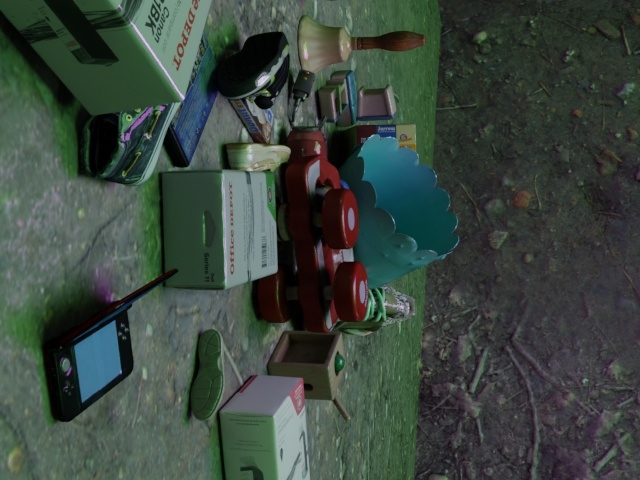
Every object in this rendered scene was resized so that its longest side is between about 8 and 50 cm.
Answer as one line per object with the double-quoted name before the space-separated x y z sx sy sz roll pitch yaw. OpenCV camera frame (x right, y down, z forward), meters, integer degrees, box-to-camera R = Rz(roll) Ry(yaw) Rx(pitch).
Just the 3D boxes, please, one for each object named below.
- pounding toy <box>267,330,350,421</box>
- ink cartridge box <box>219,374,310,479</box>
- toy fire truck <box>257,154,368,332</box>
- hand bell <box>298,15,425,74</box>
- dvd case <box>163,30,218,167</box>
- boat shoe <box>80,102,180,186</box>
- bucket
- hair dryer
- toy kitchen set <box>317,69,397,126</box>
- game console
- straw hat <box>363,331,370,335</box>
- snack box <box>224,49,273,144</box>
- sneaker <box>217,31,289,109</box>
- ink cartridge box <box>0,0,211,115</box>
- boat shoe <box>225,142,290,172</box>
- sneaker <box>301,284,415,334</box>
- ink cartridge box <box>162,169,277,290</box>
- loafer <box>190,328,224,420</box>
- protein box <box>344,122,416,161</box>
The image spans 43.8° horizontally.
"pounding toy" -0.008 0.237 1.407 0.130 0.141 0.100 -63 149 -59
"ink cartridge box" -0.081 0.339 1.236 0.158 0.092 0.218 -39 128 -70
"toy fire truck" 0.000 0.000 1.371 0.254 0.169 0.302 -49 133 -66
"hand bell" 0.087 -0.392 1.584 0.126 0.242 0.126 0 90 -74
"dvd case" -0.190 -0.241 0.992 0.253 0.022 0.180 72 24 -47
"boat shoe" -0.193 -0.146 0.835 0.083 0.065 0.183 -3 110 -73
"bucket" 0.121 -0.050 1.587 0.281 0.183 0.281 30 41 -31
"hair dryer" -0.010 -0.157 1.529 0.224 0.080 0.294 64 31 -60
"toy kitchen set" 0.097 -0.296 1.755 0.207 0.166 0.122 -60 146 -60
"game console" -0.203 0.104 0.813 0.144 0.085 0.124 -39 127 -70
"straw hat" 0.087 0.151 1.891 0.061 0.144 0.145 171 -79 -67
"snack box" -0.114 -0.221 1.261 0.178 0.022 0.064 58 33 -62
"sneaker" -0.083 -0.235 1.174 0.235 0.084 0.097 -66 151 -58
"ink cartridge box" -0.209 -0.275 0.716 0.273 0.114 0.197 59 34 -54
"boat shoe" -0.098 -0.123 1.255 0.170 0.063 0.059 -11 103 -65
"sneaker" 0.088 0.122 1.650 0.410 0.182 0.158 8 79 -66
"ink cartridge box" -0.130 -0.019 1.075 0.208 0.086 0.153 -11 101 -75
"loafer" -0.149 0.186 1.091 0.039 0.045 0.125 70 21 -67
"protein box" 0.136 -0.164 1.839 0.201 0.136 0.200 -141 -131 -83
